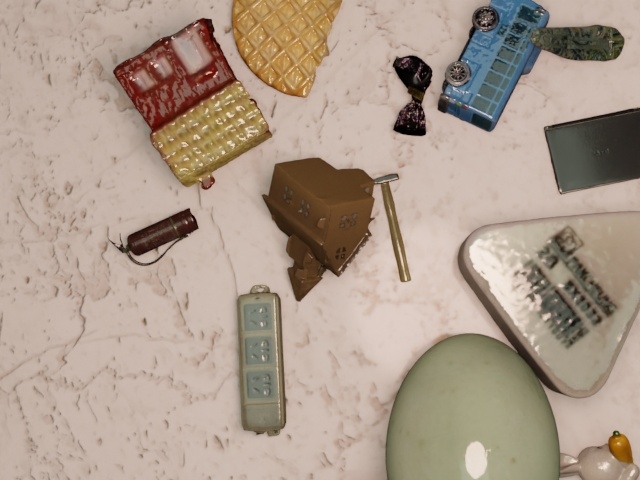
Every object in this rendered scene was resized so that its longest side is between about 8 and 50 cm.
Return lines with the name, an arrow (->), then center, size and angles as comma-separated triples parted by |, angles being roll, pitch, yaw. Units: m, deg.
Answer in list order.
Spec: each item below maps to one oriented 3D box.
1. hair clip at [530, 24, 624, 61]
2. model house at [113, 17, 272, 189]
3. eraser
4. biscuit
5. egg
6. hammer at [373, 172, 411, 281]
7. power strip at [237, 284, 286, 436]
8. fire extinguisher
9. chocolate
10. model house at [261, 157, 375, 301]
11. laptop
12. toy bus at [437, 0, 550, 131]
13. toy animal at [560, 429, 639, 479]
hair clip -> 0.446, -0.350, 1.577 | 0.229, 0.036, 0.065 | -4, 101, -32
model house -> -0.212, -0.229, 1.599 | 0.196, 0.160, 0.253 | -30, 85, 1
eraser -> 0.380, 0.070, 1.530 | 0.332, 0.150, 0.331 | -1, 83, 6
biscuit -> -0.062, -0.433, 1.664 | 0.205, 0.040, 0.308 | 19, 86, 6
egg -> 0.243, 0.337, 1.441 | 0.276, 0.276, 0.388 | 4, 66, 5
hammer -> 0.130, -0.021, 1.624 | 0.063, 0.013, 0.198 | -12, 83, 3
power strip -> -0.105, 0.213, 1.598 | 0.078, 0.052, 0.272 | -3, 84, 5
fire extinguisher -> -0.298, -0.002, 1.640 | 0.157, 0.045, 0.078 | -24, 105, 0
chocolate -> 0.167, -0.264, 1.621 | 0.072, 0.070, 0.147 | 1, 89, -1
model house -> 0.000, 0.000, 1.582 | 0.181, 0.176, 0.248 | 41, 128, 39
laptop -> 0.502, -0.161, 1.609 | 0.180, 0.016, 0.129 | -11, 84, 4
toy bus -> 0.309, -0.322, 1.590 | 0.134, 0.116, 0.233 | 27, 88, 8
toy animal -> 0.466, 0.391, 1.510 | 0.182, 0.131, 0.127 | 36, 66, 16
